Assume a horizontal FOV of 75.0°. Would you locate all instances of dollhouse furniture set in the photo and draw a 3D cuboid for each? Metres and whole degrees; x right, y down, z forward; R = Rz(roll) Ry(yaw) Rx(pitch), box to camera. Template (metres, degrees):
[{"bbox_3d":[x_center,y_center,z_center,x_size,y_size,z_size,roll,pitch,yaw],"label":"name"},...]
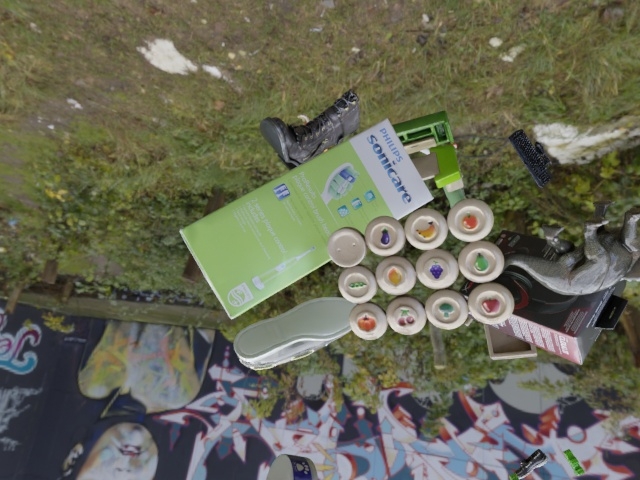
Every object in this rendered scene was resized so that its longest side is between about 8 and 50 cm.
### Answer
[{"bbox_3d":[0.292,-0.154,1.088,0.151,0.197,0.301,-14,152,21],"label":"dollhouse furniture set"}]

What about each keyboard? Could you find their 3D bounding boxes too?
[{"bbox_3d":[0.671,-0.268,1.300,0.192,0.100,0.038,55,154,-5],"label":"keyboard"}]

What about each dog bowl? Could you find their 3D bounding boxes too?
[{"bbox_3d":[-0.117,0.944,1.550,0.104,0.265,0.265,23,158,-22],"label":"dog bowl"}]

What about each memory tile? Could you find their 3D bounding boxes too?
[{"bbox_3d":[0.085,0.029,0.370,0.148,0.113,0.012,-13,-175,21],"label":"memory tile"}]

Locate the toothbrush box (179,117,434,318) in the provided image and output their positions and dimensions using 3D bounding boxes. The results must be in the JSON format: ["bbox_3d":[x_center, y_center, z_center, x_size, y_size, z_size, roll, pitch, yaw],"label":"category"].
[{"bbox_3d":[-0.024,-0.022,0.578,0.283,0.122,0.206,-29,180,-9],"label":"toothbrush box"}]

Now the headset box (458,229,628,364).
[{"bbox_3d":[0.497,0.115,0.922,0.293,0.218,0.110,22,154,49],"label":"headset box"}]

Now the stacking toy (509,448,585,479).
[{"bbox_3d":[0.576,0.640,0.990,0.167,0.221,0.052,-22,157,-1],"label":"stacking toy"}]

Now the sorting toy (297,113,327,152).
[{"bbox_3d":[-0.033,-0.349,1.467,0.047,0.196,0.347,-29,-164,1],"label":"sorting toy"}]

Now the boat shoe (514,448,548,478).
[{"bbox_3d":[0.663,0.713,1.331,0.125,0.038,0.046,-46,164,19],"label":"boat shoe"}]

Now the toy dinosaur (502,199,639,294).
[{"bbox_3d":[0.460,0.030,0.703,0.313,0.160,0.121,-22,-162,-14],"label":"toy dinosaur"}]

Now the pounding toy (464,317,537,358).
[{"bbox_3d":[0.547,0.259,1.289,0.181,0.206,0.094,-13,156,23],"label":"pounding toy"}]

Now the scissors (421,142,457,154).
[{"bbox_3d":[0.436,-0.332,1.633,0.297,0.021,0.109,-12,139,-38],"label":"scissors"}]

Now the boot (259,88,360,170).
[{"bbox_3d":[-0.009,-0.268,0.960,0.091,0.229,0.263,49,180,16],"label":"boot"}]

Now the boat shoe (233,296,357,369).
[{"bbox_3d":[-0.048,0.219,0.982,0.305,0.109,0.091,-16,143,-13],"label":"boat shoe"}]
